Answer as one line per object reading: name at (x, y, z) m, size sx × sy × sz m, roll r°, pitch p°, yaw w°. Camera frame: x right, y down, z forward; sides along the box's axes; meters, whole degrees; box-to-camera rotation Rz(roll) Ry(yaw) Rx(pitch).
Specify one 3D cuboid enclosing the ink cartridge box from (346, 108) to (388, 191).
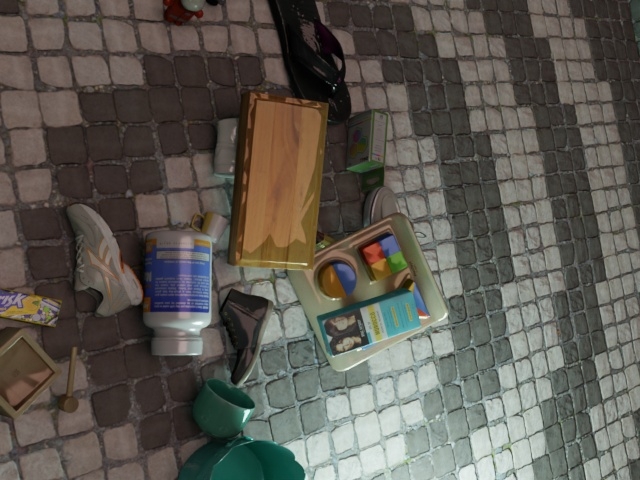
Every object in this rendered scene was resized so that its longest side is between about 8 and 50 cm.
ink cartridge box at (0.128, -0.249, 1.990) m, size 0.062 × 0.109 × 0.209 m, roll 10°, pitch 78°, yaw -33°

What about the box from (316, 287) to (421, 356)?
box at (0.122, 0.204, 1.798) m, size 0.245 × 0.060 × 0.100 m, roll -18°, pitch 98°, yaw -11°

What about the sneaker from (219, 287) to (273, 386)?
sneaker at (-0.204, 0.232, 1.724) m, size 0.118 × 0.083 × 0.221 m, roll 21°, pitch 74°, yaw -15°

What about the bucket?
bucket at (-0.182, 0.578, 1.615) m, size 0.281 × 0.183 × 0.280 m, roll 5°, pitch 81°, yaw -34°

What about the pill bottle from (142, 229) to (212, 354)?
pill bottle at (-0.320, 0.120, 1.602) m, size 0.152 × 0.152 × 0.271 m, roll 6°, pitch 80°, yaw -34°

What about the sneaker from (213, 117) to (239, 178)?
sneaker at (-0.129, -0.235, 1.812) m, size 0.293 × 0.108 × 0.169 m, roll 4°, pitch 84°, yaw -33°

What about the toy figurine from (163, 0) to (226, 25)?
toy figurine at (-0.312, -0.649, 1.719) m, size 0.210 × 0.148 × 0.213 m, roll -38°, pitch 104°, yaw -32°

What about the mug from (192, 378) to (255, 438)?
mug at (-0.219, 0.397, 1.647) m, size 0.158 × 0.129 × 0.097 m, roll 27°, pitch 94°, yaw -37°

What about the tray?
tray at (-0.102, -0.138, 1.728) m, size 0.203 × 0.076 × 0.410 m, roll 4°, pitch 92°, yaw -23°

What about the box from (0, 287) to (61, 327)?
box at (-0.622, 0.133, 1.451) m, size 0.169 × 0.054 × 0.059 m, roll 18°, pitch 74°, yaw -32°

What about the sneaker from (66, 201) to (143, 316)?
sneaker at (-0.489, 0.046, 1.533) m, size 0.121 × 0.099 × 0.262 m, roll -32°, pitch 101°, yaw -29°

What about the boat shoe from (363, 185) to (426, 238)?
boat shoe at (0.217, 0.020, 1.982) m, size 0.136 × 0.157 × 0.366 m, roll 3°, pitch 81°, yaw -37°

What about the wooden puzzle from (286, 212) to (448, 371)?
wooden puzzle at (0.130, 0.138, 1.861) m, size 0.348 × 0.080 × 0.322 m, roll -26°, pitch 100°, yaw -5°

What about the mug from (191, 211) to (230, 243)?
mug at (-0.266, -0.030, 1.728) m, size 0.062 × 0.078 × 0.064 m, roll 42°, pitch 67°, yaw -61°

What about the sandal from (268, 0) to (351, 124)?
sandal at (-0.022, -0.526, 1.926) m, size 0.168 × 0.107 × 0.445 m, roll -27°, pitch 99°, yaw -34°

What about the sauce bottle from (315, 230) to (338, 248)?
sauce bottle at (0.000, 0.000, 1.909) m, size 0.128 × 0.042 × 0.042 m, roll 25°, pitch 70°, yaw -27°

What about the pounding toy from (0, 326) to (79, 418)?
pounding toy at (-0.580, 0.273, 1.444) m, size 0.181 × 0.094 × 0.206 m, roll -50°, pitch 121°, yaw -34°
